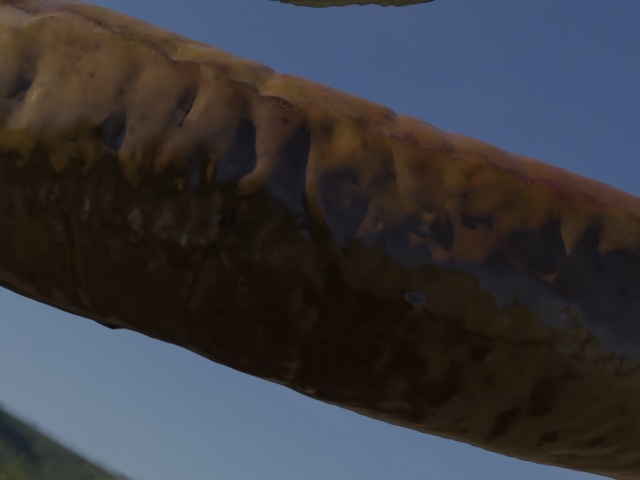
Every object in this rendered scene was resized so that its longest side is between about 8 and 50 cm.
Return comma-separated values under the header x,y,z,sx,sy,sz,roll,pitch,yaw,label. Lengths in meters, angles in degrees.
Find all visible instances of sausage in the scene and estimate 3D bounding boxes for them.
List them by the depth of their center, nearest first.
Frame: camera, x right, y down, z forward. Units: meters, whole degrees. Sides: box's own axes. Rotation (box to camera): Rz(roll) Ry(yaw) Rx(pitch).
x,y,z,sx,sy,sz,roll,pitch,yaw,label
0.001,0.000,0.702,0.501,0.123,0.136,18,1,-2,sausage

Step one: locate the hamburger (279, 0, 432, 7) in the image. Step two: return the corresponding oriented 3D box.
x,y,z,sx,sy,sz,roll,pitch,yaw,label
0.009,-0.104,0.287,0.133,0.140,0.062,23,31,-28,hamburger
